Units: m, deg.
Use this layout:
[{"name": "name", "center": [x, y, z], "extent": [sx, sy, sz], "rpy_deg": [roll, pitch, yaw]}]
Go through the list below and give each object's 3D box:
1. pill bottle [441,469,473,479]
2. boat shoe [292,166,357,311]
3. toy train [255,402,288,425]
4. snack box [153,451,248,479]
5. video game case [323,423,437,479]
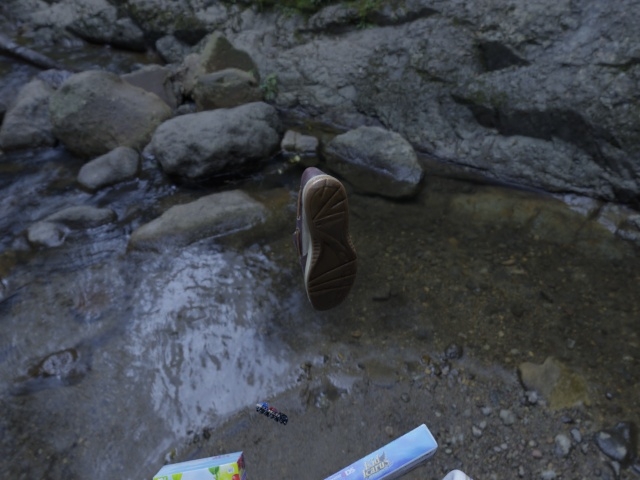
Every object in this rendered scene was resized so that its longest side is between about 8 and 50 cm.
[{"name": "pill bottle", "center": [0.361, 0.637, 1.016], "extent": [0.265, 0.153, 0.153], "rpy_deg": [36, 53, 15]}, {"name": "boat shoe", "center": [0.000, 0.000, 1.070], "extent": [0.123, 0.341, 0.123], "rpy_deg": [-17, 33, -15]}, {"name": "toy train", "center": [-0.159, 0.574, 1.588], "extent": [0.027, 0.158, 0.036], "rpy_deg": [4, 60, 43]}, {"name": "snack box", "center": [-0.228, 0.554, 0.964], "extent": [0.175, 0.070, 0.206], "rpy_deg": [-10, 84, 1]}, {"name": "video game case", "center": [0.144, 0.551, 1.151], "extent": [0.270, 0.244, 0.061], "rpy_deg": [-26, 58, -7]}]
